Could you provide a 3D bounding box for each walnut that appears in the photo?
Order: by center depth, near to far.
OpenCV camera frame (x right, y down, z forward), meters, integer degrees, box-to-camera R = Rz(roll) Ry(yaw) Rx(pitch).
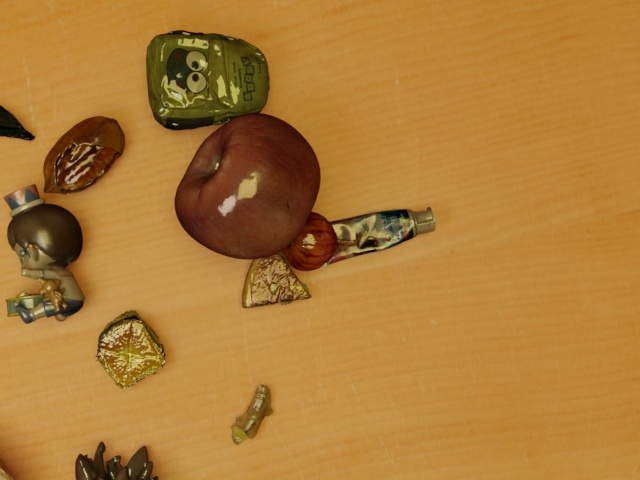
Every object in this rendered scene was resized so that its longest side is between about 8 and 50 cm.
[{"bbox_3d":[-0.486,-0.170,1.595,0.207,0.116,0.116,-44,94,-9],"label":"walnut"}]

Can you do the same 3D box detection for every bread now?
[{"bbox_3d":[-0.394,0.226,1.603,0.128,0.069,0.140,-36,96,-9],"label":"bread"},{"bbox_3d":[-0.112,0.100,1.667,0.136,0.054,0.154,-40,87,-9],"label":"bread"}]

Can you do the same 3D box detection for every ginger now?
[{"bbox_3d":[-0.142,0.372,1.650,0.057,0.044,0.137,30,80,12],"label":"ginger"}]

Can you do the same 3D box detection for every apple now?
[{"bbox_3d":[-0.140,-0.102,1.568,0.235,0.305,0.306,37,80,-31],"label":"apple"}]

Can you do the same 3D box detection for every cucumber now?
[{"bbox_3d":[-0.696,-0.252,1.599,0.220,0.046,0.071,5,77,-9],"label":"cucumber"}]

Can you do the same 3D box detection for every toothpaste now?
[{"bbox_3d":[0.118,-0.018,1.718,0.266,0.061,0.096,-13,88,-4],"label":"toothpaste"}]

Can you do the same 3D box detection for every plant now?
[{"bbox_3d":[-0.396,0.565,1.535,0.181,0.194,0.321,4,90,-22],"label":"plant"}]

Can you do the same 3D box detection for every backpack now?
[{"bbox_3d":[-0.234,-0.332,1.636,0.253,0.140,0.207,-3,86,-16],"label":"backpack"}]

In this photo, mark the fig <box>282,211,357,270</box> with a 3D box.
[{"bbox_3d":[-0.013,-0.008,1.654,0.150,0.128,0.128,-34,92,-13],"label":"fig"}]

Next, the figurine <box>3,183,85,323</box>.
[{"bbox_3d":[-0.553,0.027,1.552,0.158,0.161,0.276,-6,82,11],"label":"figurine"}]

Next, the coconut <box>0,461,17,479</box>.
[{"bbox_3d":[-0.725,0.482,1.417,0.297,0.297,0.254,-48,116,-9],"label":"coconut"}]
